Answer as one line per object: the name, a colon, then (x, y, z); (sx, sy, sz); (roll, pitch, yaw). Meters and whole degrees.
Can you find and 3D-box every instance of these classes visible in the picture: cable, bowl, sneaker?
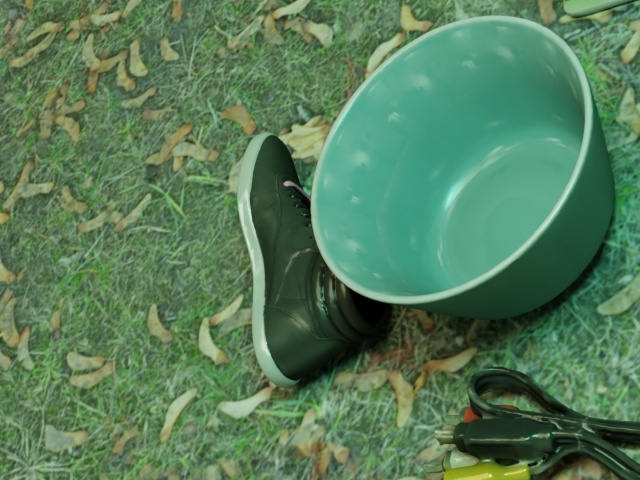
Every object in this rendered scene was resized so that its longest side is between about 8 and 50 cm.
cable: (0.227, 0.187, 1.795); (0.287, 0.072, 0.139); (1, 47, 27)
bowl: (0.163, -0.046, 1.898); (0.311, 0.163, 0.311); (-21, 51, 29)
sneaker: (0.000, 0.000, 2.051); (0.147, 0.104, 0.295); (-22, 57, 25)

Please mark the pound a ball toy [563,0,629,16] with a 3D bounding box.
pound a ball toy: (0.337, -0.366, 1.927); (0.319, 0.208, 0.135); (-16, 55, 32)
